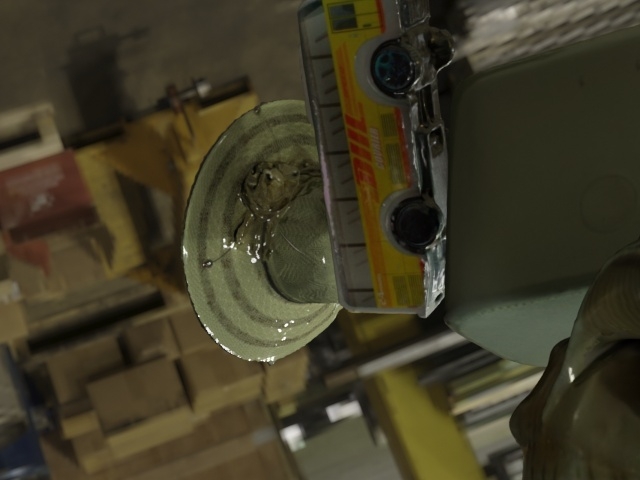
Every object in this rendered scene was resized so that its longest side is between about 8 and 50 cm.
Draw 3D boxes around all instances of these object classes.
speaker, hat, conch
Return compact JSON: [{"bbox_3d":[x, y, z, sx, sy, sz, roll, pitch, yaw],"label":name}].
[{"bbox_3d":[0.282,-0.046,0.936,0.406,0.184,0.183,-13,157,30],"label":"speaker"},{"bbox_3d":[0.000,0.000,1.283,0.110,0.252,0.252,10,-172,43],"label":"hat"},{"bbox_3d":[0.193,0.073,0.633,0.170,0.203,0.386,-24,176,-23],"label":"conch"}]

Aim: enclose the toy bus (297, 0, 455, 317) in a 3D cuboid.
[{"bbox_3d":[0.050,-0.077,1.098,0.106,0.268,0.092,-1,-162,22],"label":"toy bus"}]
